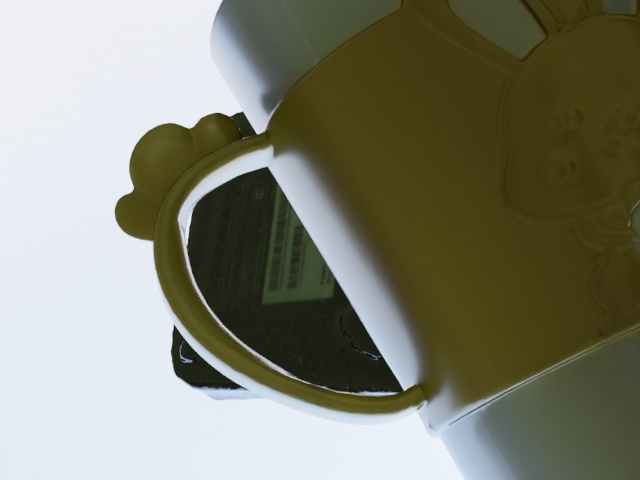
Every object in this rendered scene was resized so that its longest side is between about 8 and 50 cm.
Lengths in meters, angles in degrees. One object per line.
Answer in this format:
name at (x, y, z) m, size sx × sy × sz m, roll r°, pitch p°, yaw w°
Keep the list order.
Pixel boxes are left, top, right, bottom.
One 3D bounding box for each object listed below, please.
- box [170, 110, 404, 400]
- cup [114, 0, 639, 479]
box at (0.000, 0.000, 1.328) m, size 0.350 × 0.091 × 0.359 m, roll -6°, pitch -113°, yaw 36°
cup at (0.057, -0.011, 0.442) m, size 0.241 × 0.185 × 0.226 m, roll -24°, pitch -103°, yaw -10°
